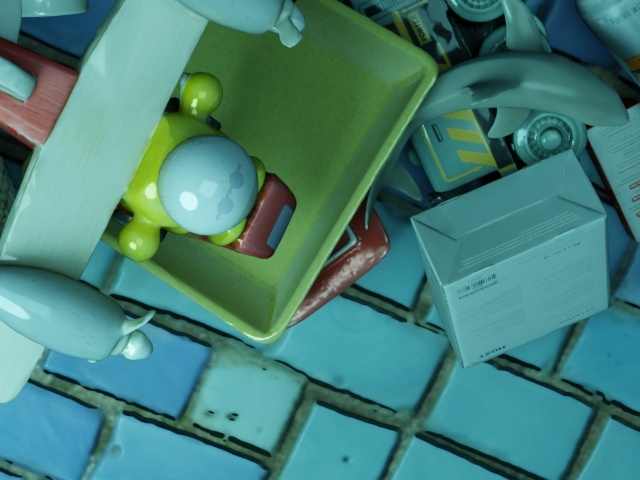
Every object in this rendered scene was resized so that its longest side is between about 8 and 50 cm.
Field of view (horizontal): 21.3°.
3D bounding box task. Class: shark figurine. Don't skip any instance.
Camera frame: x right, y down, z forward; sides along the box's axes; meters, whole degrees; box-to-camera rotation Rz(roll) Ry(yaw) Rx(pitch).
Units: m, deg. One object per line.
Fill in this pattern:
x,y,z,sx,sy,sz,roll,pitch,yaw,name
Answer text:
0.143,-0.130,1.679,0.278,0.116,0.166,-22,105,20,shark figurine

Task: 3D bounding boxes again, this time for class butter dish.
0.000,0.000,1.817,0.160,0.118,0.160,-38,65,16,butter dish

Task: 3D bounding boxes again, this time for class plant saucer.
-0.089,-0.113,1.745,0.333,0.081,0.333,32,94,15,plant saucer

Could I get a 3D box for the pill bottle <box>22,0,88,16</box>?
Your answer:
-0.283,-0.335,1.712,0.117,0.117,0.215,-4,102,-5,pill bottle

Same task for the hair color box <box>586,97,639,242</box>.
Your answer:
0.344,-0.077,1.866,0.072,0.043,0.141,-27,102,0,hair color box

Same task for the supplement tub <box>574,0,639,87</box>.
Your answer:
0.442,-0.190,1.769,0.207,0.207,0.338,-43,102,4,supplement tub

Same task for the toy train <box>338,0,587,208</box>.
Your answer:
0.151,-0.176,1.787,0.190,0.142,0.334,-24,105,12,toy train

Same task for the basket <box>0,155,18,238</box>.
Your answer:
-0.461,0.013,1.669,0.328,0.331,0.266,-25,109,0,basket

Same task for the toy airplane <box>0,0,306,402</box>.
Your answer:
-0.171,-0.088,1.486,0.384,0.272,0.386,-27,125,-34,toy airplane

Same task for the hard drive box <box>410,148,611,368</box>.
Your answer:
0.203,0.025,1.778,0.181,0.232,0.089,-23,62,-2,hard drive box

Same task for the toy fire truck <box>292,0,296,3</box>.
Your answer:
-0.113,-0.374,1.650,0.302,0.254,0.169,7,142,-10,toy fire truck
